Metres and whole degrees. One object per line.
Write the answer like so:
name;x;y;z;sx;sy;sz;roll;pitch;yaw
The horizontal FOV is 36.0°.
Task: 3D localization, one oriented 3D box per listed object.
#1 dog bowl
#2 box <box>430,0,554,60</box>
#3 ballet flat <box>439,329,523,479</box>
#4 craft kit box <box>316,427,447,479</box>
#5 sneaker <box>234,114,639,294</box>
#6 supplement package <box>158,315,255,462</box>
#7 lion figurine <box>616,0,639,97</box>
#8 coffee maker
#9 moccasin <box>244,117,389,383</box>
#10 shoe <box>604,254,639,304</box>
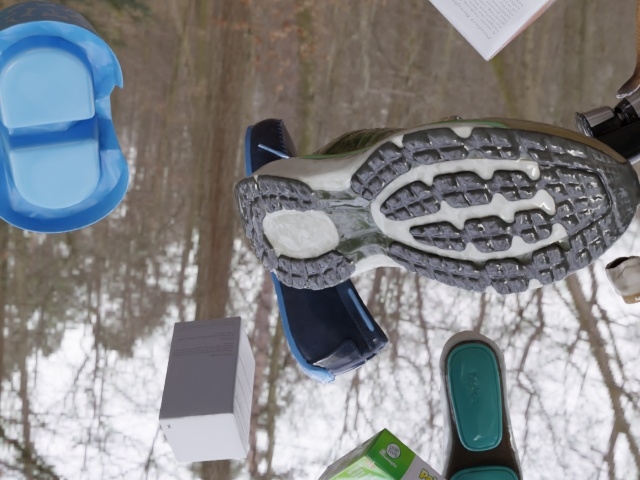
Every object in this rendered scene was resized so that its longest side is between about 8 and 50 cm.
dog bowl;-0.312;-0.141;1.132;0.166;0.297;0.074;-9;-134;-16
box;0.139;-0.204;0.579;0.091;0.130;0.170;47;165;0
ballet flat;0.246;0.334;1.554;0.139;0.400;0.139;-3;-174;0
craft kit box;0.125;0.381;1.344;0.247;0.250;0.061;38;-120;0
sneaker;0.104;-0.063;0.889;0.410;0.158;0.182;0;-147;45
supplement package;-0.158;0.211;1.406;0.105;0.105;0.179;-5;-137;7
lion figurine;0.539;-0.344;1.241;0.392;0.240;0.142;-17;170;22
coffee maker;0.543;-0.176;1.660;0.171;0.178;0.120;64;-175;23
moccasin;0.000;0.000;1.168;0.117;0.342;0.138;-21;158;11
shoe;0.444;0.043;1.390;0.077;0.058;0.219;-27;177;14
